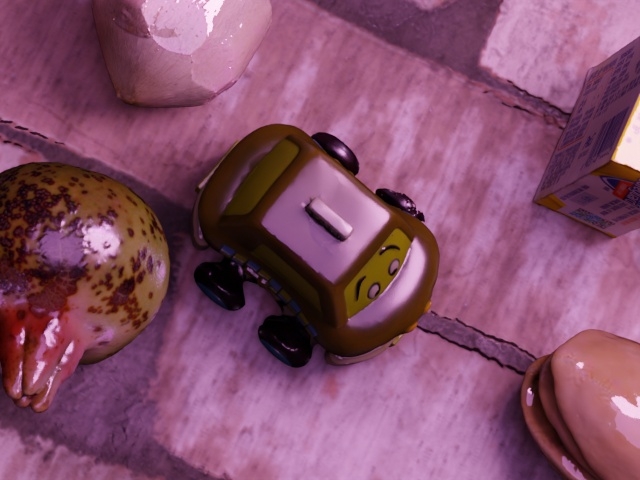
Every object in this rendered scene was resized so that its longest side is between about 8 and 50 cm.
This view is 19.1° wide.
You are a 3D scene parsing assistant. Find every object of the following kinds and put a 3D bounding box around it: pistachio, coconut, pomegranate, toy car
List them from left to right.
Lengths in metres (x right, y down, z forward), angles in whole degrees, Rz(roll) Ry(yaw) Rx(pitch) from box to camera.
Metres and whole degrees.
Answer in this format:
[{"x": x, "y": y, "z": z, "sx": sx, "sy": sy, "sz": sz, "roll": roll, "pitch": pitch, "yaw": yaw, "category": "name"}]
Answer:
[{"x": -0.253, "y": 0.051, "z": 1.746, "sx": 0.214, "sy": 0.214, "sz": 0.248, "roll": 12, "pitch": 54, "yaw": -7, "category": "pomegranate"}, {"x": -0.139, "y": -0.209, "z": 1.825, "sx": 0.171, "sy": 0.171, "sz": 0.183, "roll": 33, "pitch": 71, "yaw": -3, "category": "coconut"}, {"x": 0.000, "y": 0.000, "z": 1.801, "sx": 0.248, "sy": 0.198, "sz": 0.204, "roll": 41, "pitch": 78, "yaw": -2, "category": "toy car"}, {"x": 0.332, "y": 0.194, "z": 1.845, "sx": 0.293, "sy": 0.162, "sz": 0.181, "roll": 26, "pitch": 53, "yaw": -4, "category": "pistachio"}]

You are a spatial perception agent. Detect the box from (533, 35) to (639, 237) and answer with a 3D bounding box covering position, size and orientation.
[{"x": 0.312, "y": -0.106, "z": 1.828, "sx": 0.097, "sy": 0.265, "sz": 0.168, "roll": 27, "pitch": 78, "yaw": -6, "category": "box"}]
